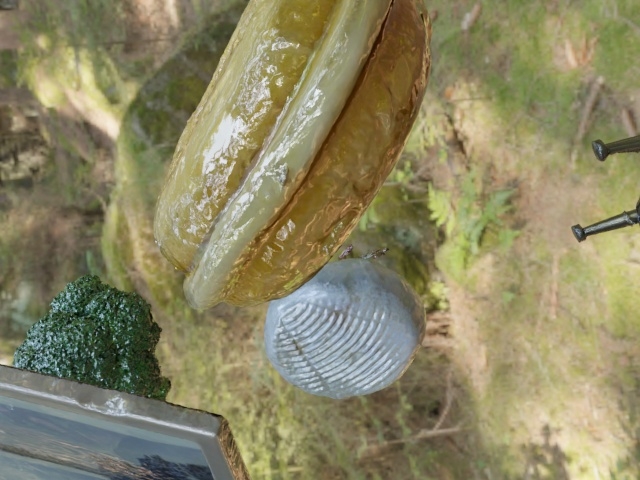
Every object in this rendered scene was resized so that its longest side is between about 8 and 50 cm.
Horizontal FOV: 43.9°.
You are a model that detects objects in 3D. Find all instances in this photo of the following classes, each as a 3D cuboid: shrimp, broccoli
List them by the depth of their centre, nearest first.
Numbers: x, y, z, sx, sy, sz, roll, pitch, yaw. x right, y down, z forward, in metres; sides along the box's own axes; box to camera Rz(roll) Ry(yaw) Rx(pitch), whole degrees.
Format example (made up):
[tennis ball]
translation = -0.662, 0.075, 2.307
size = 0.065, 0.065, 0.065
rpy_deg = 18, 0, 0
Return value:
[broccoli]
translation = -0.374, 0.211, 1.324
size = 0.245, 0.265, 0.294
rpy_deg = -90, 10, -71
[shrimp]
translation = 0.104, 0.035, 1.934
size = 0.091, 0.127, 0.025
rpy_deg = 64, -175, -47

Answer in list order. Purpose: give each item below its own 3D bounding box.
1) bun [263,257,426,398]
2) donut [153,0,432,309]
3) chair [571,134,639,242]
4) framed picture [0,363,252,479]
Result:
[bun]
translation = 0.044, 0.173, 1.697
size = 0.194, 0.355, 0.354
rpy_deg = -87, -4, -58
[donut]
translation = -0.036, -0.127, 0.874
size = 0.448, 0.198, 0.449
rpy_deg = -59, 13, 22
[chair]
translation = 0.605, -0.004, 1.012
size = 0.361, 0.410, 0.364
rpy_deg = 66, -174, 21
[framed picture]
translation = -0.176, 0.134, 0.506
size = 0.213, 0.289, 0.016
rpy_deg = 82, -157, -51
